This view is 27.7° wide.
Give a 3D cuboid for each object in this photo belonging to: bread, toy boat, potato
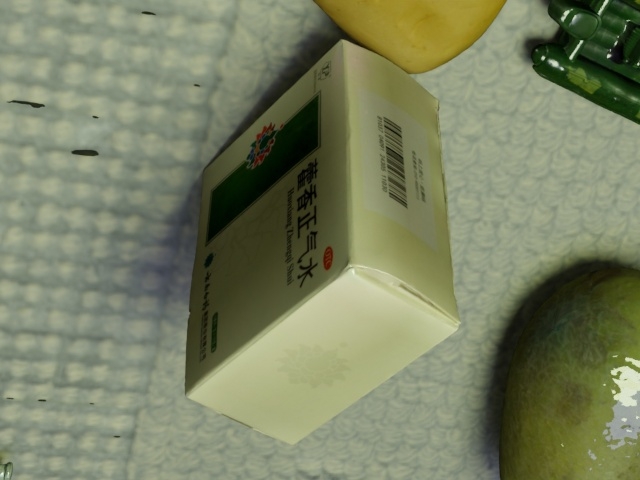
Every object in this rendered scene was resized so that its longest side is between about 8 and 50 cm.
[{"bbox_3d":[0.053,-0.192,0.857,0.173,0.085,0.134,35,106,-29],"label":"bread"},{"bbox_3d":[0.252,-0.136,0.966,0.210,0.052,0.104,22,109,-25],"label":"toy boat"},{"bbox_3d":[0.231,0.144,1.070,0.174,0.159,0.251,21,102,3],"label":"potato"}]

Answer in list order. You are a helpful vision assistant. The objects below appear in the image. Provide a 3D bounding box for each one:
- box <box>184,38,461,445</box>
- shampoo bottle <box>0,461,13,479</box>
[{"bbox_3d":[0.000,0.000,0.858,0.095,0.212,0.168,31,128,-29],"label":"box"},{"bbox_3d":[-0.304,0.156,0.987,0.152,0.045,0.077,24,109,-24],"label":"shampoo bottle"}]
